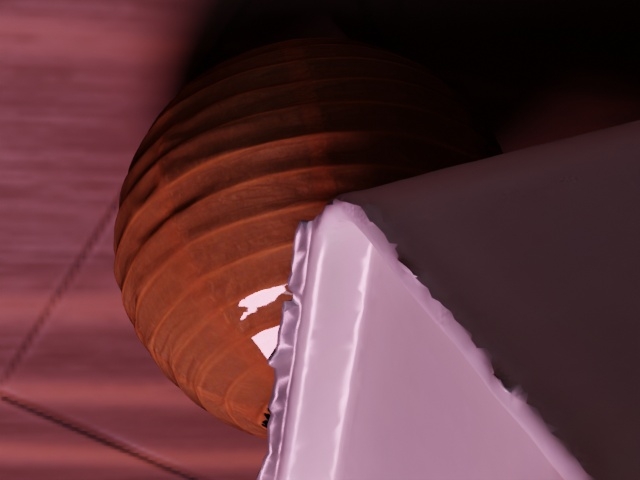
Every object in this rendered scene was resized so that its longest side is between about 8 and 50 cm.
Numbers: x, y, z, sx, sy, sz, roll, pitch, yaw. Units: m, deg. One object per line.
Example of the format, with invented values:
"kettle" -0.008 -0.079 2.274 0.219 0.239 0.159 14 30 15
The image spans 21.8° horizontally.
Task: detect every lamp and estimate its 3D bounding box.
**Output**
"lamp" 0.000 0.000 0.541 0.136 0.136 0.136 -6 125 -9

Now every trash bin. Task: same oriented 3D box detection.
"trash bin" 0.174 0.062 0.484 0.367 0.296 0.256 -9 129 -24
